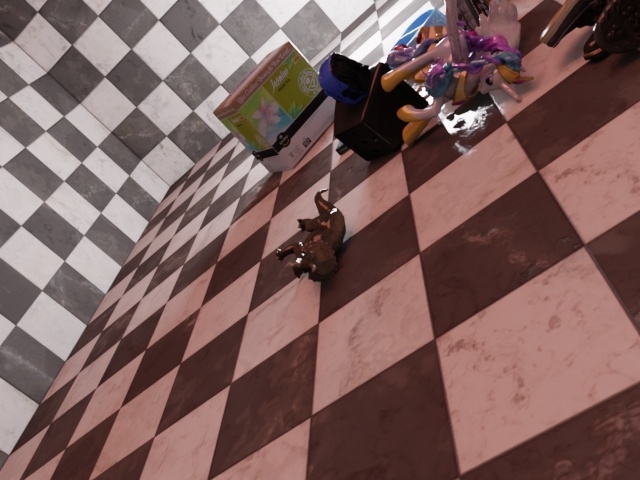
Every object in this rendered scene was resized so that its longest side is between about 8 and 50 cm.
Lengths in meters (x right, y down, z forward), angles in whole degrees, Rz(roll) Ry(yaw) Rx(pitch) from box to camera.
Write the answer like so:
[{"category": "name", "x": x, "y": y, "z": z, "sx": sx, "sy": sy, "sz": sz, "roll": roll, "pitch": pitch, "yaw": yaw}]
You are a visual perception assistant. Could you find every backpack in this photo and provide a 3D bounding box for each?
[{"category": "backpack", "x": 0.051, "y": -0.400, "z": 1.573, "sx": 0.101, "sy": 0.120, "sz": 0.098, "roll": -32, "pitch": 46, "yaw": 45}]

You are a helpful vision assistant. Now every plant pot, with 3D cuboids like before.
[{"category": "plant pot", "x": 0.143, "y": -0.321, "z": 1.662, "sx": 0.187, "sy": 0.188, "sz": 0.167, "roll": -14, "pitch": 50, "yaw": 54}]

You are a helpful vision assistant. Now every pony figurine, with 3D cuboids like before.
[{"category": "pony figurine", "x": 0.314, "y": -0.426, "z": 1.451, "sx": 0.363, "sy": 0.302, "sz": 0.351, "roll": -17, "pitch": 66, "yaw": 46}]

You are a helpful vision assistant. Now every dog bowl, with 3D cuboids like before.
[{"category": "dog bowl", "x": 0.323, "y": -0.672, "z": 2.116, "sx": 0.166, "sy": 0.074, "sz": 0.297, "roll": -11, "pitch": 39, "yaw": 56}]

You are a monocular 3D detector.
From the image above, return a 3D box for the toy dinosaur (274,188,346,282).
[{"category": "toy dinosaur", "x": 0.000, "y": 0.000, "z": 1.436, "sx": 0.160, "sy": 0.121, "sz": 0.314, "roll": -12, "pitch": 32, "yaw": 37}]

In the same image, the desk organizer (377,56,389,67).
[{"category": "desk organizer", "x": 0.218, "y": -0.594, "z": 2.210, "sx": 0.050, "sy": 0.047, "sz": 0.130, "roll": -19, "pitch": 32, "yaw": 45}]

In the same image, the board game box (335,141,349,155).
[{"category": "board game box", "x": 0.117, "y": -0.350, "z": 1.964, "sx": 0.126, "sy": 0.026, "sz": 0.186, "roll": -31, "pitch": 25, "yaw": 35}]

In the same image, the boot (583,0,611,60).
[{"category": "boot", "x": 0.536, "y": -0.453, "z": 1.188, "sx": 0.198, "sy": 0.137, "sz": 0.077, "roll": -50, "pitch": 20, "yaw": -10}]

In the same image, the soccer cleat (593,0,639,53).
[{"category": "soccer cleat", "x": 0.609, "y": -0.447, "z": 1.117, "sx": 0.318, "sy": 0.108, "sz": 0.116, "roll": -45, "pitch": 0, "yaw": 5}]

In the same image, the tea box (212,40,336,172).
[{"category": "tea box", "x": -0.150, "y": -0.478, "z": 2.298, "sx": 0.329, "sy": 0.323, "sz": 0.220, "roll": -52, "pitch": 21, "yaw": -17}]

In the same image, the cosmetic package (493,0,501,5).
[{"category": "cosmetic package", "x": 0.522, "y": -0.761, "z": 1.842, "sx": 0.085, "sy": 0.117, "sz": 0.231, "roll": -53, "pitch": 23, "yaw": -23}]

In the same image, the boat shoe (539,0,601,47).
[{"category": "boat shoe", "x": 0.558, "y": -0.483, "z": 1.265, "sx": 0.285, "sy": 0.092, "sz": 0.103, "roll": -46, "pitch": -3, "yaw": -12}]

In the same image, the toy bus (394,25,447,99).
[{"category": "toy bus", "x": 0.313, "y": -0.484, "z": 1.725, "sx": 0.202, "sy": 0.191, "sz": 0.104, "roll": -38, "pitch": -24, "yaw": 9}]

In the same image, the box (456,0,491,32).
[{"category": "box", "x": 0.394, "y": -0.666, "z": 1.694, "sx": 0.051, "sy": 0.220, "sz": 0.175, "roll": -26, "pitch": 8, "yaw": 40}]
